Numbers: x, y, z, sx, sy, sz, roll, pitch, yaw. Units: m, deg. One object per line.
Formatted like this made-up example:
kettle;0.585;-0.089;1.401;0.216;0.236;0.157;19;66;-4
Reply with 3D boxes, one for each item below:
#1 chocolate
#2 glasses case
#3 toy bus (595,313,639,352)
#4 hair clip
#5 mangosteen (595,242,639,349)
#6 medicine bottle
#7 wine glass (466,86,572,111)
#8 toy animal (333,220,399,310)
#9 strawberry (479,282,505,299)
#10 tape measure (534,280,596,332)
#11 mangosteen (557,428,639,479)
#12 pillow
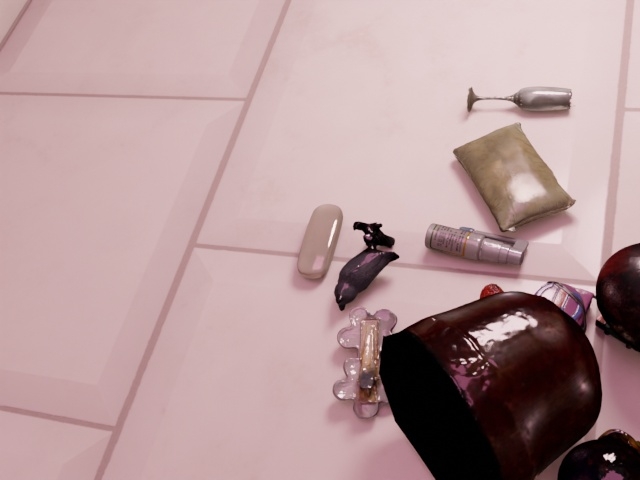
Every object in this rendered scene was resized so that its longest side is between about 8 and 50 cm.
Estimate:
chocolate;0.338;0.265;1.515;0.331;0.383;0.383;-24;51;-21
glasses case;0.000;0.000;1.951;0.081;0.051;0.204;7;59;20
toy bus;0.617;0.185;1.652;0.110;0.031;0.043;36;70;31
hair clip;0.101;0.255;1.739;0.146;0.075;0.257;-4;49;12
mangosteen;0.664;0.085;1.544;0.236;0.261;0.235;12;40;-11
medicine bottle;0.354;0.005;1.841;0.221;0.061;0.092;15;43;24
wine glass;0.504;-0.355;2.036;0.262;0.074;0.074;3;58;17
toy animal;0.110;0.071;1.855;0.117;0.121;0.210;17;77;20
strawberry;0.366;0.132;1.743;0.083;0.073;0.073;-42;53;8
tape measure;0.499;0.148;1.687;0.125;0.074;0.118;22;60;23
mangosteen;0.529;0.430;1.427;0.231;0.194;0.194;-27;50;-31
pillow;0.451;-0.150;1.905;0.185;0.075;0.302;-21;51;-1
